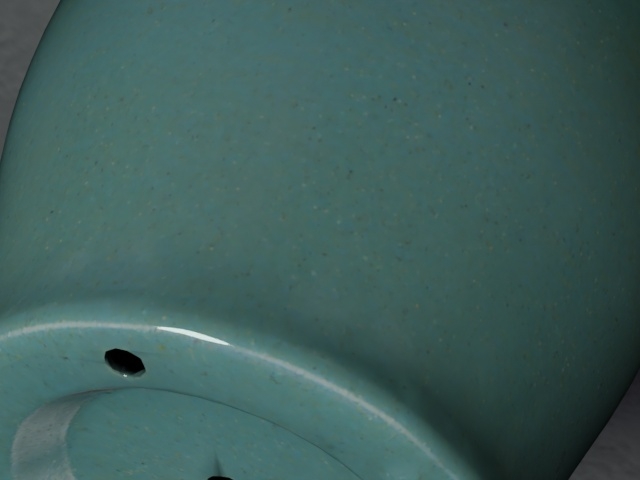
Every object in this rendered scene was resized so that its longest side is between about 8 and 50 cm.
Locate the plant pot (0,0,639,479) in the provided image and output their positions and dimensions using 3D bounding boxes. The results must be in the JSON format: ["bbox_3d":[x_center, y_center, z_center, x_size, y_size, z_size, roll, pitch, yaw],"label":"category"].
[{"bbox_3d":[0.000,0.000,0.459,0.271,0.255,0.272,12,136,12],"label":"plant pot"}]
